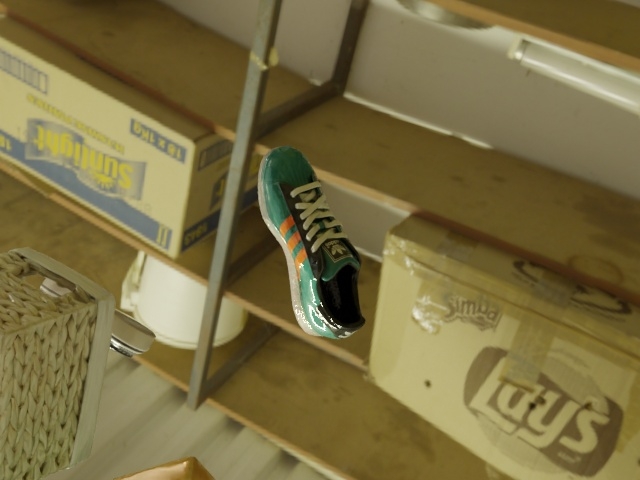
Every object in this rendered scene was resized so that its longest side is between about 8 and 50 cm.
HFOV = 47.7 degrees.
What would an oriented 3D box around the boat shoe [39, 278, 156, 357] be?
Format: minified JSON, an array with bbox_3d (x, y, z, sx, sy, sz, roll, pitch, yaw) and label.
[{"bbox_3d":[-0.396,0.167,1.179,0.127,0.158,0.340,38,165,-34],"label":"boat shoe"}]

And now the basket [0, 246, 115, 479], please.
[{"bbox_3d":[-0.249,0.106,0.580,0.113,0.167,0.103,23,-158,23],"label":"basket"}]

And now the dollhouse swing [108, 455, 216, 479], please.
[{"bbox_3d":[-0.164,0.488,0.819,0.305,0.315,0.347,43,-145,-40],"label":"dollhouse swing"}]

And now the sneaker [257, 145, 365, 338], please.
[{"bbox_3d":[0.000,0.000,1.079,0.108,0.302,0.121,-22,-171,-33],"label":"sneaker"}]
